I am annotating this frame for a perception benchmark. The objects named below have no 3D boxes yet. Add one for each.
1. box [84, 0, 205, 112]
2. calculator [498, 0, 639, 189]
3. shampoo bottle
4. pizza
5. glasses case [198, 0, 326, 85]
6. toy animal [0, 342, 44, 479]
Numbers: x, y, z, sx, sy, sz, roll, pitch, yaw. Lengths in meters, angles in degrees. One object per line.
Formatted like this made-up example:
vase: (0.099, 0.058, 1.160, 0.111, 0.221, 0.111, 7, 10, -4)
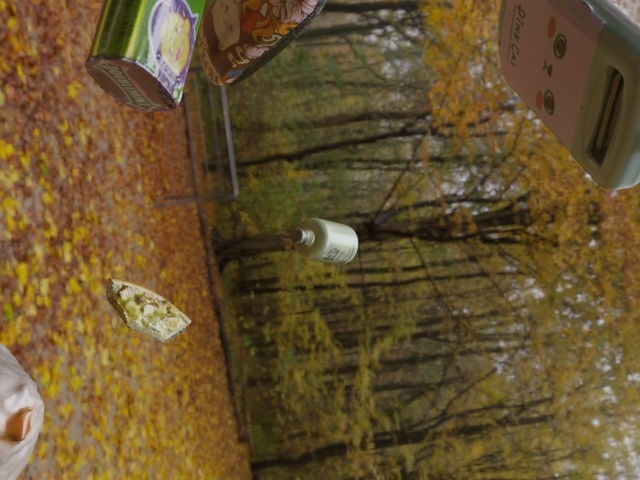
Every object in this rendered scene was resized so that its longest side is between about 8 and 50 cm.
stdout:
box: (-0.200, -0.347, 0.919, 0.134, 0.097, 0.345, 50, 48, -67)
calculator: (0.232, -0.153, 0.647, 0.141, 0.045, 0.246, 85, -15, -48)
shampoo bottle: (0.000, 0.000, 1.319, 0.162, 0.079, 0.079, 12, 67, -58)
pizza: (-0.274, 0.112, 1.159, 0.035, 0.160, 0.099, -50, -151, 16)
glasses case: (-0.097, -0.346, 1.110, 0.321, 0.082, 0.122, -24, -100, 51)
toy animal: (-0.339, 0.157, 0.513, 0.226, 0.358, 0.188, -36, 104, -57)
